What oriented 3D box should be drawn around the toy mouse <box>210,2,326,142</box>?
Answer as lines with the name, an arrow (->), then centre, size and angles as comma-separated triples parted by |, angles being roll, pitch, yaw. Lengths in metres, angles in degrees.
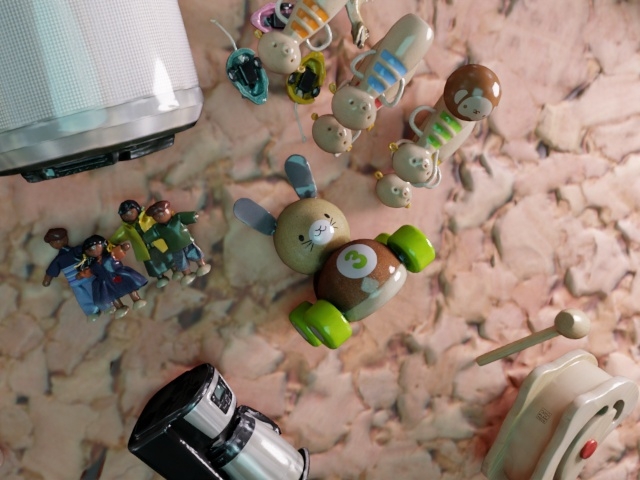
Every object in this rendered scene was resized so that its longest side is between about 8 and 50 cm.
toy mouse -> -0.060, -0.206, 0.805 | 0.143, 0.031, 0.161 | 18, 88, -26

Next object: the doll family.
doll family -> -0.218, 0.014, 0.800 | 0.193, 0.076, 0.111 | -29, 110, -3

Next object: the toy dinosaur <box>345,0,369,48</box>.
toy dinosaur -> 0.040, -0.310, 0.814 | 0.093, 0.053, 0.183 | 11, 100, -33

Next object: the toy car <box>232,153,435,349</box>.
toy car -> 0.000, 0.000, 0.818 | 0.155, 0.149, 0.188 | -41, 94, -15

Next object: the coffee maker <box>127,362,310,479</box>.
coffee maker -> -0.129, 0.252, 0.840 | 0.171, 0.120, 0.178 | -44, 106, -1

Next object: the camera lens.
camera lens -> -0.240, -0.204, 0.675 | 0.219, 0.219, 0.274 | -16, 104, -9

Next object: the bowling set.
bowling set -> 0.072, -0.137, 0.751 | 0.287, 0.200, 0.154 | 38, 93, -26

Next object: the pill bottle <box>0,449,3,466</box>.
pill bottle -> -0.413, 0.272, 0.808 | 0.067, 0.067, 0.120 | 39, 90, -16

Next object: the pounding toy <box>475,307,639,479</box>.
pounding toy -> 0.293, 0.207, 0.951 | 0.154, 0.155, 0.269 | 8, 110, -42
